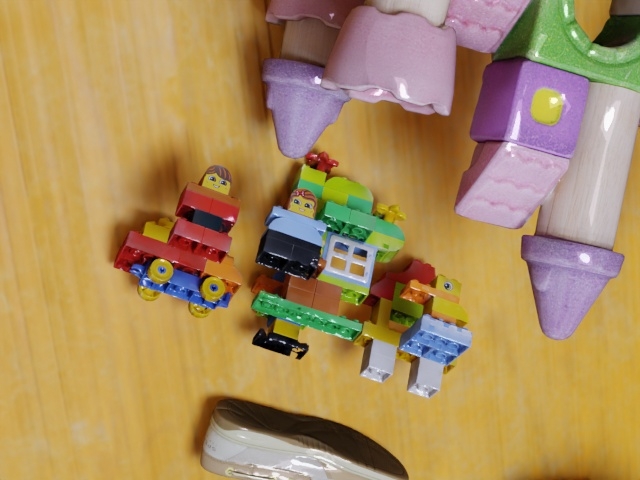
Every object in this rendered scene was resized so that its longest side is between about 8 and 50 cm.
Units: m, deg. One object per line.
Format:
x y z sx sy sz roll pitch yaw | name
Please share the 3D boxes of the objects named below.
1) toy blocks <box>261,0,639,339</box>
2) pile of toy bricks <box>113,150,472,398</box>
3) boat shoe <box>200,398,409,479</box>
0.136 -0.074 0.754 0.288 0.309 0.260 13 89 -22 | toy blocks
0.000 0.000 0.863 0.212 0.118 0.105 19 59 -13 | pile of toy bricks
-0.011 0.136 0.917 0.135 0.050 0.045 20 108 -20 | boat shoe
